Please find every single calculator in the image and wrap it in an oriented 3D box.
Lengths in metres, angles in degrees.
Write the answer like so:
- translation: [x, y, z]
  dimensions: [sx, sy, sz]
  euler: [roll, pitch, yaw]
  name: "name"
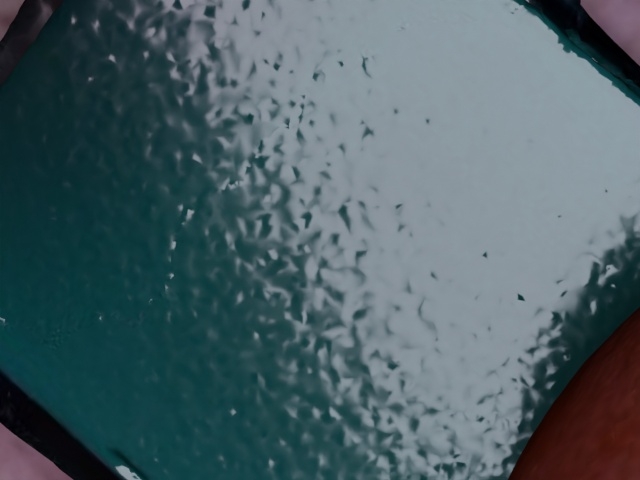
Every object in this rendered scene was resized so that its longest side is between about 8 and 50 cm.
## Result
- translation: [0.000, 0.000, 0.524]
  dimensions: [0.274, 0.058, 0.248]
  euler: [38, 105, 6]
  name: "calculator"

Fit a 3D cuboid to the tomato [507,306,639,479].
- translation: [0.179, 0.157, 0.370]
  dimensions: [0.321, 0.321, 0.321]
  euler: [2, 98, 13]
  name: "tomato"
